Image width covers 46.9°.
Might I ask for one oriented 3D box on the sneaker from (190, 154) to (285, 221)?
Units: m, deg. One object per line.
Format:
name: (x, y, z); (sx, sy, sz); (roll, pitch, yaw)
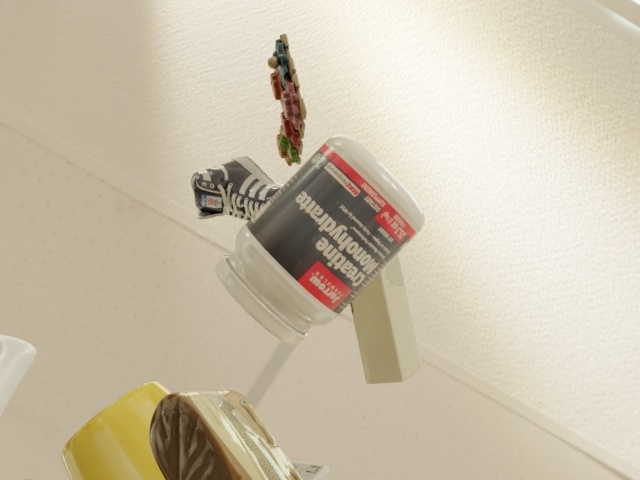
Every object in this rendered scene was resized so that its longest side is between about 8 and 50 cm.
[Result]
sneaker: (-0.151, -0.072, 1.473); (0.282, 0.153, 0.099); (39, -43, 40)

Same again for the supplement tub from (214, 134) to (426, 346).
supplement tub: (0.000, 0.000, 1.070); (0.191, 0.191, 0.272); (44, -87, -11)

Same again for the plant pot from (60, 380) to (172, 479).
plant pot: (-0.213, 0.333, 0.991); (0.239, 0.254, 0.254); (48, -64, 12)

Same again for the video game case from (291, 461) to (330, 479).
video game case: (-0.068, 0.497, 1.462); (0.019, 0.143, 0.157); (54, -31, -8)

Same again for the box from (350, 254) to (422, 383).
box: (0.132, 0.160, 1.580); (0.094, 0.113, 0.275); (-10, -89, 31)

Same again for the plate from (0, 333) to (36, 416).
plate: (-0.587, 0.193, 1.057); (0.277, 0.278, 0.045); (19, -60, -9)

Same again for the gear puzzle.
gear puzzle: (-0.072, -0.241, 1.404); (0.044, 0.339, 0.175); (-12, -105, -8)

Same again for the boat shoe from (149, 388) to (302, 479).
boat shoe: (-0.034, 0.249, 0.628); (0.302, 0.098, 0.109); (50, -63, 28)
